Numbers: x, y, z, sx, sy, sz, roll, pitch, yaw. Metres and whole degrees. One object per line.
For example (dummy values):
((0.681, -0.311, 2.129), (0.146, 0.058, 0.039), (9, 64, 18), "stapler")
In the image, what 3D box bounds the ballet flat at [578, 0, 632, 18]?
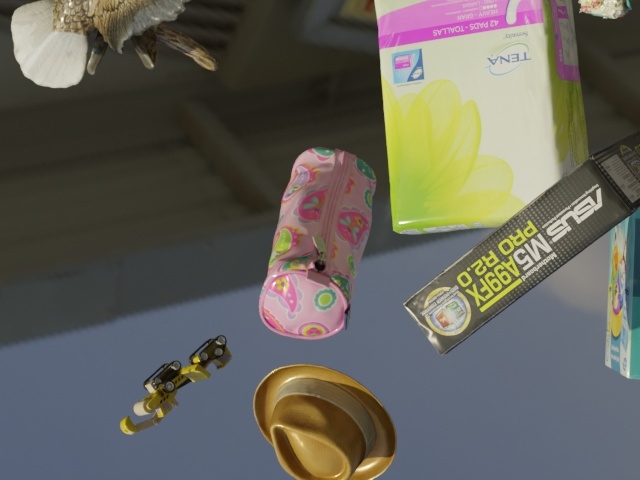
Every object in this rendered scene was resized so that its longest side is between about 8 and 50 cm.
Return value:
((0.385, -0.418, 2.274), (0.077, 0.241, 0.091), (-5, 162, 20), "ballet flat")

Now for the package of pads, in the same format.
((0.190, -0.162, 1.904), (0.229, 0.296, 0.101), (-5, 180, 31), "package of pads")

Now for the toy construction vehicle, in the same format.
((-0.126, 0.130, 1.443), (0.098, 0.086, 0.035), (-43, -79, -32), "toy construction vehicle")

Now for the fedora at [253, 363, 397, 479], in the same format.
((-0.004, 0.245, 2.051), (0.194, 0.194, 0.079), (28, -142, 2), "fedora")

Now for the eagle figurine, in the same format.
((-0.213, -0.302, 1.703), (0.226, 0.298, 0.225), (-1, -107, -5), "eagle figurine")

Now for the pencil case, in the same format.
((0.000, 0.000, 2.093), (0.124, 0.124, 0.284), (24, -142, -8), "pencil case")

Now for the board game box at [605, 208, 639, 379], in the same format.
((0.469, 0.025, 2.386), (0.079, 0.336, 0.254), (2, 179, 3), "board game box")

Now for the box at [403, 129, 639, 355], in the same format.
((0.212, -0.008, 1.484), (0.060, 0.216, 0.270), (53, -156, 6), "box")
